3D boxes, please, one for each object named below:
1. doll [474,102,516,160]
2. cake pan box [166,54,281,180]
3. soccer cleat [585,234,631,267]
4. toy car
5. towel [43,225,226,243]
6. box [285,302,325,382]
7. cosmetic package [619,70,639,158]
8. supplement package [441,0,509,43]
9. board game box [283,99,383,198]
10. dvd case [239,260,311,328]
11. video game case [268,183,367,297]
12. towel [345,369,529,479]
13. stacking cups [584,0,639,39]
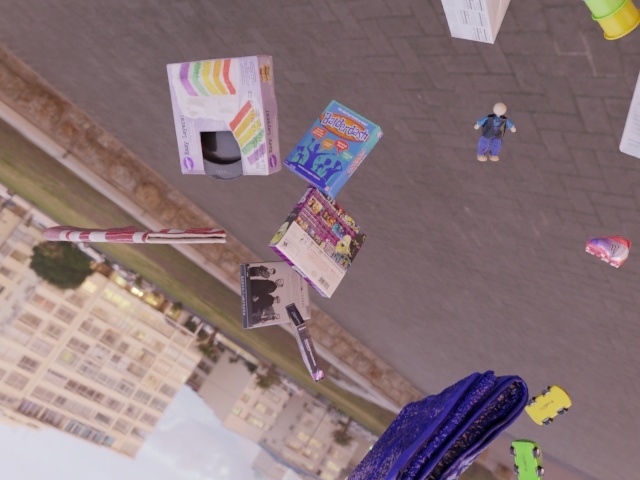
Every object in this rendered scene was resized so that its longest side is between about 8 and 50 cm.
[{"bbox_3d":[0.533,-0.334,1.836,0.129,0.046,0.189,0,130,0],"label":"doll"},{"bbox_3d":[-0.215,-0.272,1.351,0.245,0.267,0.070,6,-161,27],"label":"cake pan box"},{"bbox_3d":[0.877,0.016,1.823,0.248,0.095,0.083,18,-167,-47],"label":"soccer cleat"},{"bbox_3d":[0.442,0.416,1.314,0.239,0.225,0.053,-9,-177,38],"label":"toy car"},{"bbox_3d":[-0.400,-0.014,1.306,0.328,0.037,0.237,1,-178,33],"label":"towel"},{"bbox_3d":[-0.038,0.243,1.438,0.116,0.029,0.162,-133,25,-66],"label":"box"},{"bbox_3d":[0.790,-0.381,1.193,0.230,0.454,0.161,-7,-152,-21],"label":"cosmetic package"},{"bbox_3d":[0.475,-0.762,1.813,0.145,0.204,0.262,19,174,24],"label":"supplement package"},{"bbox_3d":[0.031,-0.232,1.518,0.160,0.210,0.047,35,175,27],"label":"board game box"},{"bbox_3d":[-0.125,0.149,1.720,0.029,0.180,0.238,-5,177,45],"label":"dvd case"},{"bbox_3d":[0.000,0.000,1.570,0.041,0.210,0.232,6,148,51],"label":"video game case"},{"bbox_3d":[0.112,0.269,0.756,0.076,0.227,0.308,47,156,13],"label":"towel"},{"bbox_3d":[0.629,-0.618,1.394,0.316,0.096,0.096,42,165,-23],"label":"stacking cups"}]
